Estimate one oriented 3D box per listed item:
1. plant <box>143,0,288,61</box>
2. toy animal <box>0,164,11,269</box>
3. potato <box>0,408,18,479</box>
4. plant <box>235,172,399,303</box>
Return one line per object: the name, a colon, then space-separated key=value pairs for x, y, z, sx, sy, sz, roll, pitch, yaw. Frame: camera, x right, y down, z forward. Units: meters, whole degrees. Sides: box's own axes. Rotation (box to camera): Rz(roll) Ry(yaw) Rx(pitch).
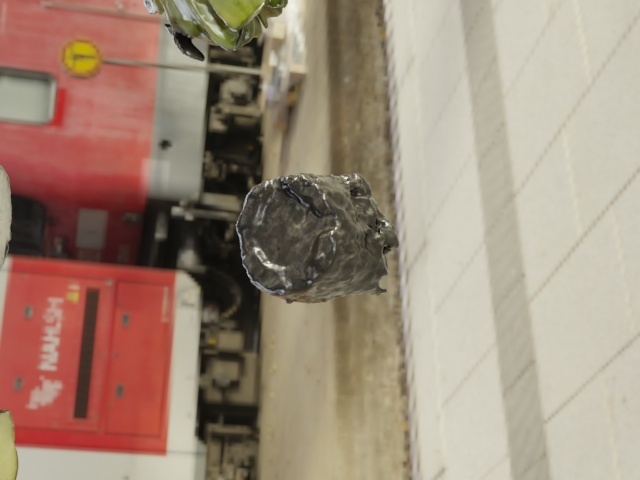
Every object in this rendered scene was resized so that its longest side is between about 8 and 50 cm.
plant: x=-0.152 y=-0.272 z=0.989 sx=0.297 sy=0.305 sz=0.261 roll=-59 pitch=-46 yaw=-40
toy animal: x=-0.704 y=-0.036 z=1.923 sx=0.251 sy=0.309 sz=0.251 roll=-175 pitch=90 yaw=-86
potato: x=-0.308 y=0.201 z=0.965 sx=0.066 sy=0.096 sz=0.103 roll=147 pitch=117 yaw=-73
plant: x=0.000 y=0.000 z=1.531 sx=0.234 sy=0.204 sz=0.178 roll=18 pitch=-123 yaw=-63
